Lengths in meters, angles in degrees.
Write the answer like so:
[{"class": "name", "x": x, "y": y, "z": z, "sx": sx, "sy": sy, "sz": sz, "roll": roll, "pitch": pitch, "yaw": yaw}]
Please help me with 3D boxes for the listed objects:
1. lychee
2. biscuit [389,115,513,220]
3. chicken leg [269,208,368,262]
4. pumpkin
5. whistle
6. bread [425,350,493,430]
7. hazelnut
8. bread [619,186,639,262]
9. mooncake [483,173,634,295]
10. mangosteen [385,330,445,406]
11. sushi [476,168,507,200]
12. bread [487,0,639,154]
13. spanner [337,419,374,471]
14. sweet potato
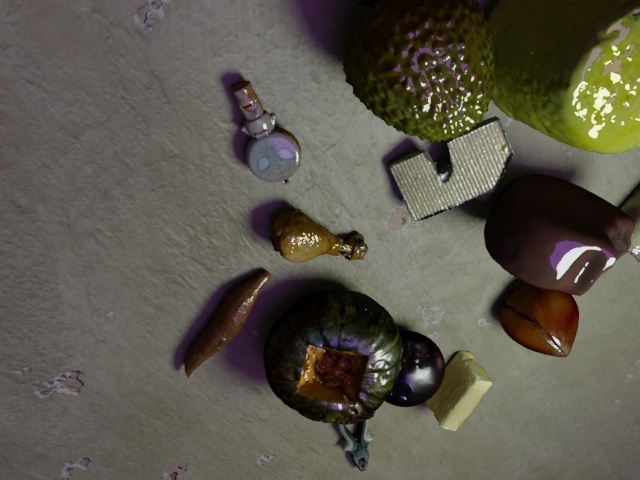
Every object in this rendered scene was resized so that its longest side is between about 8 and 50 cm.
[{"class": "lychee", "x": 0.168, "y": -0.325, "z": 1.104, "sx": 0.320, "sy": 0.270, "sz": 0.270, "roll": 36, "pitch": 106, "yaw": 2}, {"class": "biscuit", "x": 0.278, "y": -0.147, "z": 1.329, "sx": 0.250, "sy": 0.046, "sz": 0.147, "roll": -24, "pitch": 112, "yaw": 20}, {"class": "chicken leg", "x": 0.001, "y": 0.003, "z": 1.354, "sx": 0.251, "sy": 0.087, "sz": 0.107, "roll": 11, "pitch": 127, "yaw": -34}, {"class": "pumpkin", "x": 0.027, "y": 0.260, "z": 1.429, "sx": 0.320, "sy": 0.192, "sz": 0.320, "roll": 1, "pitch": 104, "yaw": 3}, {"class": "whistle", "x": -0.106, "y": -0.197, "z": 1.202, "sx": 0.107, "sy": 0.057, "sz": 0.220, "roll": -21, "pitch": 123, "yaw": 9}, {"class": "bread", "x": 0.371, "y": 0.407, "z": 1.726, "sx": 0.068, "sy": 0.125, "sz": 0.188, "roll": 20, "pitch": 111, "yaw": -29}, {"class": "hazelnut", "x": 0.573, "y": 0.208, "z": 1.632, "sx": 0.208, "sy": 0.208, "sz": 0.208, "roll": -10, "pitch": 124, "yaw": -15}, {"class": "bread", "x": 0.899, "y": -0.089, "z": 1.601, "sx": 0.187, "sy": 0.155, "sz": 0.338, "roll": 30, "pitch": 107, "yaw": -29}, {"class": "mooncake", "x": 0.525, "y": -0.010, "z": 1.403, "sx": 0.334, "sy": 0.326, "sz": 0.174, "roll": 18, "pitch": 118, "yaw": -6}, {"class": "mangosteen", "x": 0.211, "y": 0.328, "z": 1.593, "sx": 0.194, "sy": 0.194, "sz": 0.230, "roll": -22, "pitch": 151, "yaw": -8}, {"class": "sushi", "x": 0.352, "y": -0.165, "z": 1.385, "sx": 0.090, "sy": 0.078, "sz": 0.150, "roll": -1, "pitch": 122, "yaw": -14}, {"class": "bread", "x": 0.513, "y": -0.339, "z": 1.196, "sx": 0.348, "sy": 0.308, "sz": 0.348, "roll": -12, "pitch": 127, "yaw": -17}, {"class": "spanner", "x": 0.096, "y": 0.525, "z": 1.747, "sx": 0.096, "sy": 0.040, "sz": 0.325, "roll": -17, "pitch": 124, "yaw": -10}, {"class": "sweet potato", "x": -0.210, "y": 0.191, "z": 1.396, "sx": 0.066, "sy": 0.072, "sz": 0.314, "roll": 21, "pitch": 109, "yaw": -46}]
